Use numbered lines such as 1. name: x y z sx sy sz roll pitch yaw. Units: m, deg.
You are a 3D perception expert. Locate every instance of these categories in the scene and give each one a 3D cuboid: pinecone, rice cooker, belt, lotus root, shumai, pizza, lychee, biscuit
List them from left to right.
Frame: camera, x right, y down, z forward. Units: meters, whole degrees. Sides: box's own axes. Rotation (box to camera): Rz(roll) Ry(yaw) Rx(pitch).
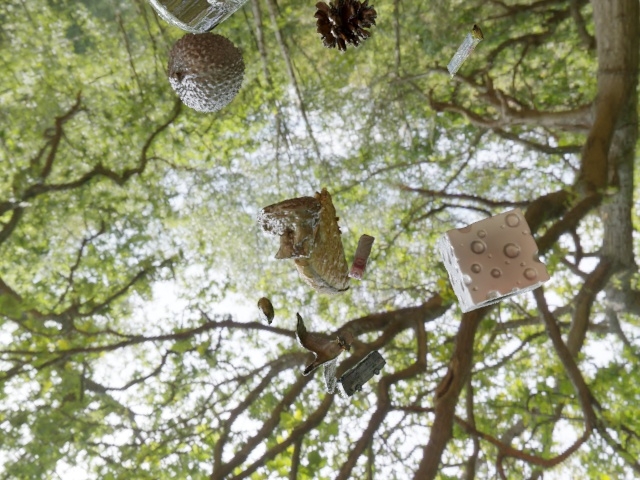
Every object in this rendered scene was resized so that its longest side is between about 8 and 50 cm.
1. rice cooker: -0.316 -0.773 1.533 0.325 0.335 0.335 -25 -157 30
2. lychee: -0.400 -0.599 1.996 0.300 0.300 0.300 -13 -151 8
3. lotus root: -0.181 0.238 1.891 0.049 0.099 0.054 -21 -176 -35
4. shumai: -0.082 -0.029 1.626 0.166 0.175 0.206 -13 178 -37
5. pizza: 0.000 0.000 2.159 0.130 0.440 0.406 -8 -112 21
6. pinecone: 0.081 -0.690 1.760 0.195 0.179 0.150 -14 -160 5
7. belt: 0.139 0.046 1.848 0.053 0.071 0.232 19 -146 3
8. biscuit: 0.405 -0.533 1.603 0.026 0.048 0.292 -16 177 -3

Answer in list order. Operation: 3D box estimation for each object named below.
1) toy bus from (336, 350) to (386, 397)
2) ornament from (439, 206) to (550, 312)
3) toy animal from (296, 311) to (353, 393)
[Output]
1. toy bus: 0.120 0.395 1.654 0.166 0.065 0.047 -34 180 -27
2. ornament: 0.532 0.070 1.754 0.240 0.239 0.239 -18 165 2
3. toy animal: 0.008 0.330 1.653 0.160 0.272 0.197 -33 179 17
